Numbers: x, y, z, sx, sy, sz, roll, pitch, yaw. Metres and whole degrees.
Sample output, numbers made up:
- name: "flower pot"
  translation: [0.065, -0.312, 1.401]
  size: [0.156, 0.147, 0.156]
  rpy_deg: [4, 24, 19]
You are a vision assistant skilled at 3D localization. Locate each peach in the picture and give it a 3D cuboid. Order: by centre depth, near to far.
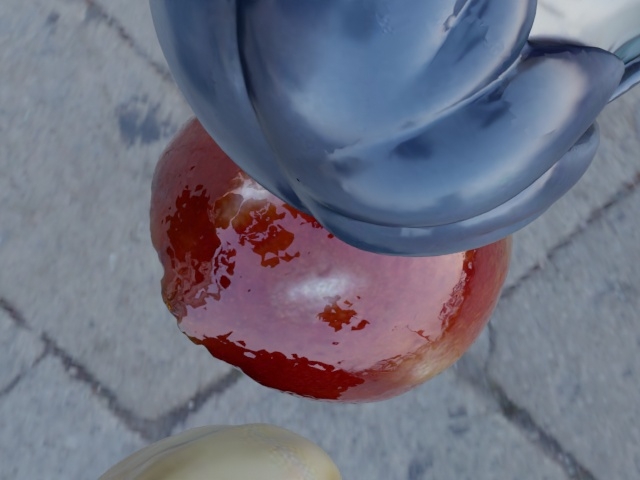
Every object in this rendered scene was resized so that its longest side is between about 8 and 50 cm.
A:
- name: "peach"
  translation: [0.000, 0.000, 0.926]
  size: [0.192, 0.190, 0.190]
  rpy_deg: [-15, 110, -16]

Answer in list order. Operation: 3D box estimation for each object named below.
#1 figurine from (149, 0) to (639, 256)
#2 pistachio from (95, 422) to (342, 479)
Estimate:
- name: "figurine"
  translation: [0.067, -0.117, 0.554]
  size: [0.265, 0.197, 0.175]
  rpy_deg: [-45, 120, -28]
- name: "pistachio"
  translation: [-0.080, 0.253, 0.987]
  size: [0.238, 0.229, 0.321]
  rpy_deg: [20, 99, -43]
